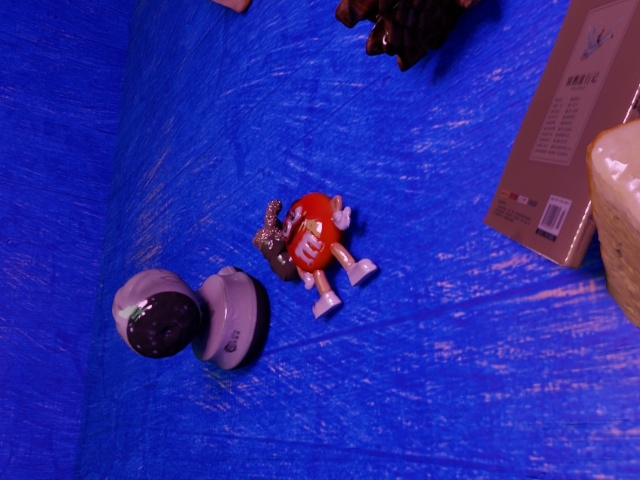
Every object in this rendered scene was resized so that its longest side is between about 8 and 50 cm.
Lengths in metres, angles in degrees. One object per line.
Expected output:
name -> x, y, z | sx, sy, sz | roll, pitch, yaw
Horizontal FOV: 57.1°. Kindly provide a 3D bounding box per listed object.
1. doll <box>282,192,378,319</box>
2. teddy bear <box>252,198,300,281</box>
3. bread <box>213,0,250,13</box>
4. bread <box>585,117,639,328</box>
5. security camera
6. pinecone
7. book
doll -> 0.000, 0.000, 0.968 | 0.183, 0.085, 0.217 | -49, 51, 39
teddy bear -> -0.086, 0.007, 1.089 | 0.119, 0.078, 0.160 | 99, 154, -50
bread -> -0.271, -0.779, 1.543 | 0.279, 0.207, 0.279 | 49, 121, 53
bread -> 0.402, -0.019, 0.382 | 0.361, 0.245, 0.233 | -30, 47, 12
security camera -> -0.257, 0.142, 1.131 | 0.191, 0.277, 0.197 | 44, 116, 55
pinecone -> 0.108, -0.410, 0.789 | 0.298, 0.242, 0.296 | 113, 150, -45
book -> 0.261, -0.141, 0.588 | 0.217, 0.021, 0.310 | -105, 34, -77
